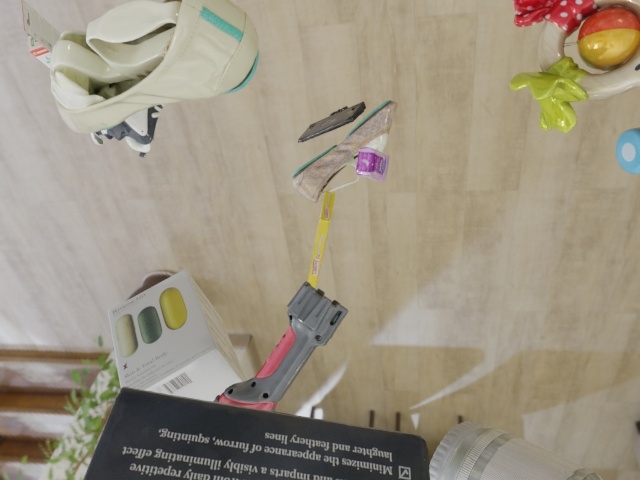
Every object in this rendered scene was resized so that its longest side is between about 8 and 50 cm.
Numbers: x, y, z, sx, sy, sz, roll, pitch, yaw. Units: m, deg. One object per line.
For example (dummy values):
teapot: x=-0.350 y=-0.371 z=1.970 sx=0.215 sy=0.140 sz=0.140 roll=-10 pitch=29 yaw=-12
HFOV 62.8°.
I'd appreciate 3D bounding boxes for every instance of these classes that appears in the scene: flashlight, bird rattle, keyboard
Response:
flashlight: x=-0.083 y=0.216 z=0.929 sx=0.103 sy=0.103 sz=0.304 roll=33 pitch=90 yaw=-26
bird rattle: x=0.377 y=-0.287 z=0.751 sx=0.206 sy=0.254 sz=0.143 roll=3 pitch=168 yaw=27
keyboard: x=0.031 y=-0.286 z=1.264 sx=0.180 sy=0.108 sz=0.023 roll=-12 pitch=124 yaw=42

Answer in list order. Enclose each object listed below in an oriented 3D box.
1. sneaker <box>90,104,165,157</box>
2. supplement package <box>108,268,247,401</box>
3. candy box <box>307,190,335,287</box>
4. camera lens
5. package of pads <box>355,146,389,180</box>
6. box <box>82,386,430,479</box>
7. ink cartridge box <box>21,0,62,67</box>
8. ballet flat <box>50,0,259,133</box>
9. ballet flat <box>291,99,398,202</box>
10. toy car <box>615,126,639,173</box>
sneaker: x=-0.277 y=-0.219 z=0.861 sx=0.094 sy=0.234 sz=0.153 roll=13 pitch=117 yaw=48
supplement package: x=-0.303 y=0.245 z=1.124 sx=0.199 sy=0.263 sz=0.198 roll=-29 pitch=132 yaw=-7
candy box: x=0.000 y=0.000 z=1.197 sx=0.027 sy=0.105 sz=0.206 roll=10 pitch=131 yaw=-2
camera lens: x=0.357 y=0.476 z=0.945 sx=0.274 sy=0.219 sz=0.220 roll=14 pitch=142 yaw=48
package of pads: x=0.093 y=-0.134 z=0.923 sx=0.031 sy=0.083 sz=0.050 roll=10 pitch=94 yaw=27
box: x=-0.072 y=0.359 z=0.406 sx=0.293 sy=0.396 sz=0.212 roll=11 pitch=132 yaw=-4
ink cartridge box: x=-0.448 y=-0.323 z=0.846 sx=0.029 sy=0.063 sz=0.115 roll=-16 pitch=164 yaw=8
ballet flat: x=-0.159 y=-0.142 z=0.413 sx=0.248 sy=0.086 sz=0.086 roll=-4 pitch=130 yaw=34
ballet flat: x=0.079 y=-0.201 z=1.252 sx=0.316 sy=0.107 sz=0.106 roll=-38 pitch=85 yaw=5
toy car: x=0.607 y=-0.126 z=0.747 sx=0.219 sy=0.238 sz=0.210 roll=-11 pitch=145 yaw=-6
